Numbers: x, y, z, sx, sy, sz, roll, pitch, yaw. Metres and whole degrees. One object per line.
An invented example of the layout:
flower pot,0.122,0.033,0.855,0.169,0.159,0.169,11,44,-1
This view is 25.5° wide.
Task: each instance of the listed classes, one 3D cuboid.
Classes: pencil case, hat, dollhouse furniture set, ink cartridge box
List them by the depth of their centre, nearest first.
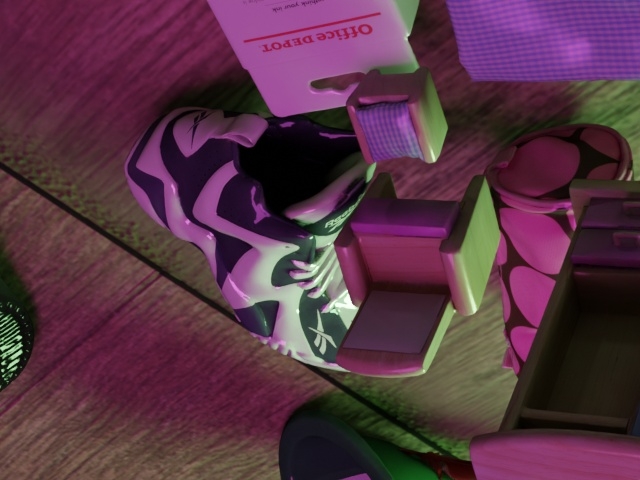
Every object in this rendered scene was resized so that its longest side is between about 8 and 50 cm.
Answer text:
dollhouse furniture set,0.094,-0.048,0.645,0.286,0.198,0.303,3,132,27
ink cartridge box,-0.012,-0.159,0.773,0.104,0.060,0.180,-8,133,24
pencil case,0.154,0.021,0.898,0.098,0.095,0.209,16,140,28
hat,0.097,0.196,1.152,0.208,0.183,0.173,45,142,33

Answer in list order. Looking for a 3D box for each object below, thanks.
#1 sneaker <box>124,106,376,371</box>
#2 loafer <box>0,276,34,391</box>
sneaker,0.000,0.000,0.895,0.235,0.094,0.153,50,151,-20
loafer,-0.281,0.041,1.079,0.078,0.080,0.220,35,149,30
